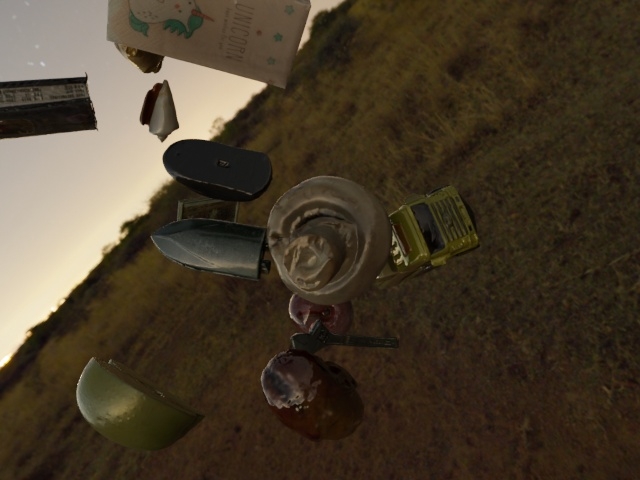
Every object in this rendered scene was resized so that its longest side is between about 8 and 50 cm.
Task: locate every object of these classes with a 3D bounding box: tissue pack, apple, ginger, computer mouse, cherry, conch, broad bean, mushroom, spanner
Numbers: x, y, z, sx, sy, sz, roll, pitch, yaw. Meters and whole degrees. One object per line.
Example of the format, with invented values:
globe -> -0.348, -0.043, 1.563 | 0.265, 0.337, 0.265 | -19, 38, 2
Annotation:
tissue pack -> -0.195, -0.387, 0.869 | 0.071, 0.325, 0.170 | -94, 21, -45
apple -> -0.538, 0.484, 1.527 | 0.312, 0.360, 0.320 | -62, -5, 28
tissue pack -> -0.896, -0.406, 1.553 | 0.361, 0.122, 0.259 | -13, -3, -23
ginger -> -0.447, -0.514, 1.265 | 0.122, 0.363, 0.348 | -17, -25, -11
computer mouse -> -0.253, -0.170, 1.249 | 0.086, 0.269, 0.138 | 111, 170, -65
cherry -> 0.003, 0.258, 1.811 | 0.213, 0.236, 0.285 | -43, -5, -17
conch -> -0.476, -0.380, 1.482 | 0.104, 0.176, 0.094 | 18, 35, 29
broad bean -> -0.009, 0.267, 0.868 | 0.122, 0.228, 0.156 | -48, 48, 1
mushroom -> 0.000, 0.000, 1.077 | 0.292, 0.292, 0.290 | -41, -9, 16
spanner -> 0.070, 0.249, 1.234 | 0.026, 0.325, 0.093 | 15, 94, 59

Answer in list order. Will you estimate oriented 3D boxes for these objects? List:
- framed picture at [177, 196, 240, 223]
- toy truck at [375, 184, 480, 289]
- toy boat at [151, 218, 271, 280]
framed picture -> -0.457, -0.095, 2.062 | 0.274, 0.017, 0.217 | -14, -44, -32
toy truck -> 0.229, 0.012, 1.319 | 0.254, 0.181, 0.405 | -21, -10, -17
toy boat -> -0.282, 0.015, 1.308 | 0.092, 0.319, 0.141 | 112, 167, -75
